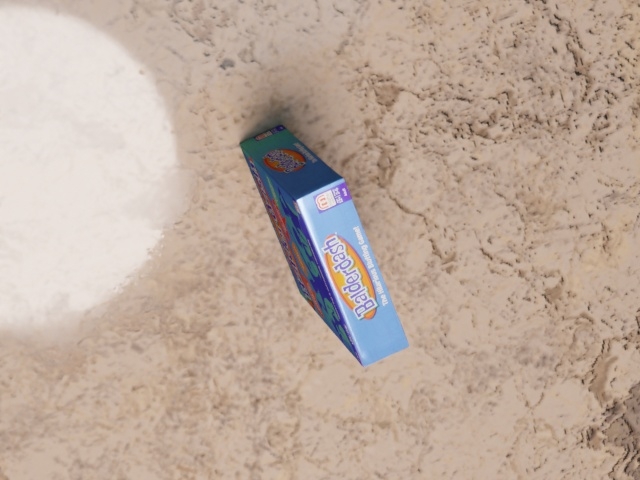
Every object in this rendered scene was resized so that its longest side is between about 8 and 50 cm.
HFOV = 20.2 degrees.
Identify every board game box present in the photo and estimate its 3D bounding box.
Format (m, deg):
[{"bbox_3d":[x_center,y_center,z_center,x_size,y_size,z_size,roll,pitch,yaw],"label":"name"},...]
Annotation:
[{"bbox_3d":[0.000,0.000,1.539,0.047,0.210,0.160,-25,110,-7],"label":"board game box"}]
